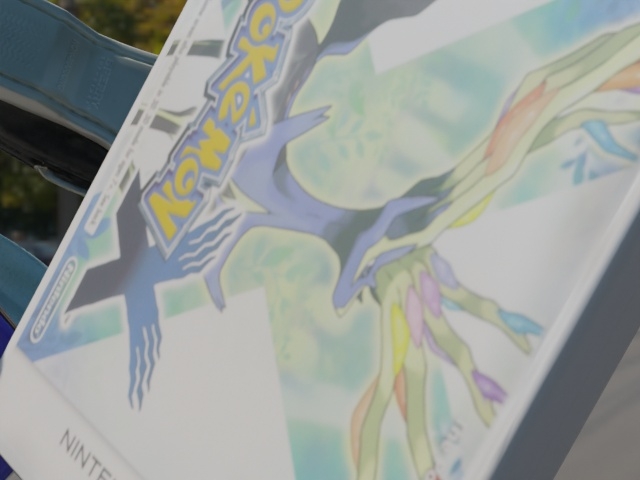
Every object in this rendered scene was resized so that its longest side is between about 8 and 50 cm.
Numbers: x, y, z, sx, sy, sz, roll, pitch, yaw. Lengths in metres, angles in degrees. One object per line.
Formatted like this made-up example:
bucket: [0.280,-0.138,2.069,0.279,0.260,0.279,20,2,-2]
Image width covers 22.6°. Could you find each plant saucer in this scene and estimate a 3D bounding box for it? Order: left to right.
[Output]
plant saucer: [-0.263,0.054,1.318,0.195,0.037,0.195,37,14,-11]

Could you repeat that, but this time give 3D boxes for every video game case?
video game case: [0.000,0.000,0.640,0.036,0.329,0.300,25,6,-41]

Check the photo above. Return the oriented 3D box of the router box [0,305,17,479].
router box: [-0.327,0.173,0.850,0.301,0.082,0.335,-10,33,51]

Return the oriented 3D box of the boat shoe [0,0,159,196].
boat shoe: [-0.147,-0.081,1.153,0.302,0.114,0.091,33,-33,-13]
